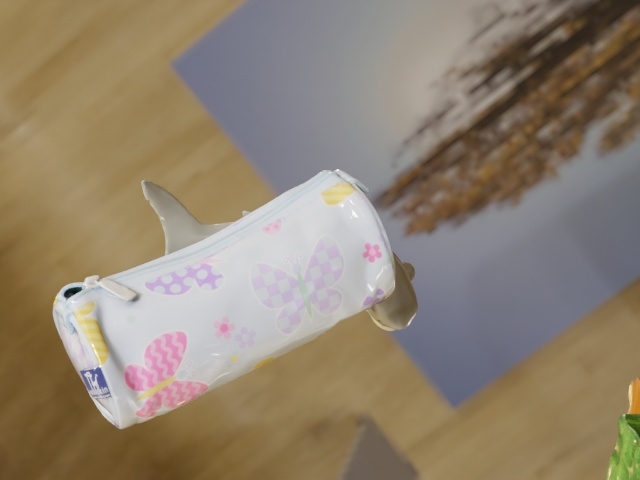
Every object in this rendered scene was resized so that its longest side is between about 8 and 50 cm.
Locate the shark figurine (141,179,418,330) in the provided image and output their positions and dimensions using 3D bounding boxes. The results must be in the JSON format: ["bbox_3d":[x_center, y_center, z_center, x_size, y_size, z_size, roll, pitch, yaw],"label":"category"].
[{"bbox_3d":[-0.013,-0.012,1.759,0.278,0.116,0.166,17,-153,22],"label":"shark figurine"}]

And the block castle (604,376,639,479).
[{"bbox_3d":[0.326,0.180,1.155,0.303,0.453,0.213,2,-154,-13],"label":"block castle"}]

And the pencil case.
[{"bbox_3d":[-0.076,0.044,1.513,0.124,0.273,0.113,69,163,-11],"label":"pencil case"}]
